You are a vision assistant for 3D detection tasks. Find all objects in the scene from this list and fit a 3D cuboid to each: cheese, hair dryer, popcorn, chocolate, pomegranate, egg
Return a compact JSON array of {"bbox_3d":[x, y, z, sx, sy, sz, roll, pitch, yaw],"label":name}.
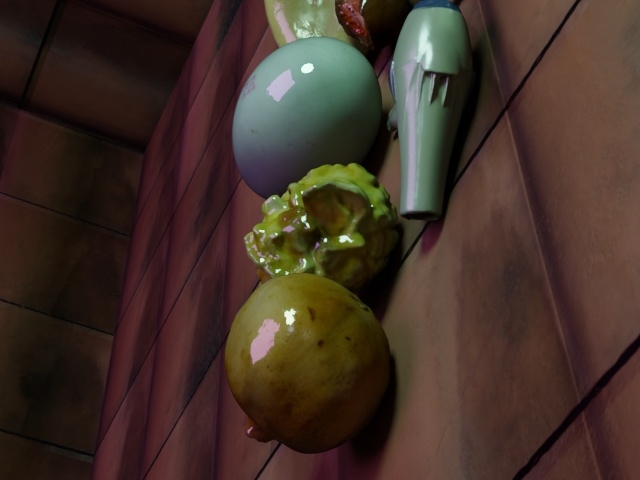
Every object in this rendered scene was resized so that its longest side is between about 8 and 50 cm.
[{"bbox_3d":[0.012,-0.436,2.117,0.259,0.128,0.315,-6,73,32],"label":"cheese"},{"bbox_3d":[0.135,-0.140,1.633,0.298,0.119,0.296,106,170,-57],"label":"hair dryer"},{"bbox_3d":[-0.001,-0.002,1.656,0.235,0.181,0.217,-39,-5,-2],"label":"popcorn"},{"bbox_3d":[0.088,-0.374,1.953,0.127,0.124,0.133,-31,57,18],"label":"chocolate"},{"bbox_3d":[-0.014,0.160,1.524,0.233,0.233,0.233,-161,90,-73],"label":"pomegranate"},{"bbox_3d":[-0.029,-0.185,1.923,0.371,0.230,0.230,126,157,-57],"label":"egg"}]
